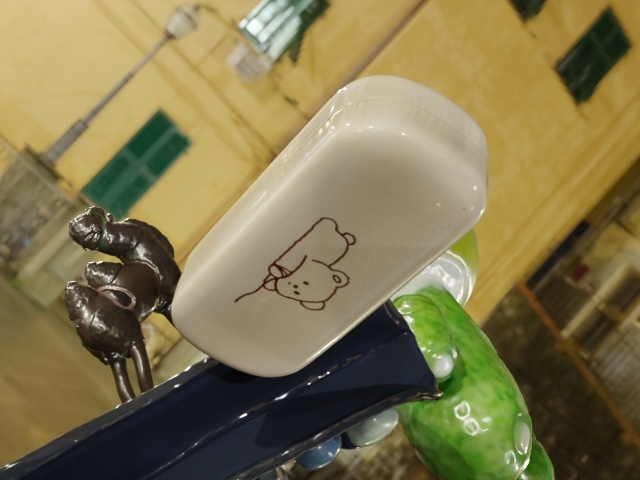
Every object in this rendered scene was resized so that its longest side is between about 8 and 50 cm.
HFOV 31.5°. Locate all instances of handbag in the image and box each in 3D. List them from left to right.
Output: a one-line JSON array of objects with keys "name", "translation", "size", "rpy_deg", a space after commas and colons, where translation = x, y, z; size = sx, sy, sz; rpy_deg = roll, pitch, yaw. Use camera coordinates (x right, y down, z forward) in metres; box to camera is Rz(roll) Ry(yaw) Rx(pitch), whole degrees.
[{"name": "handbag", "translation": [-0.089, 0.154, 0.757], "size": [0.118, 0.325, 0.269], "rpy_deg": [62, -13, 10]}]

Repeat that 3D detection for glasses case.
[{"name": "glasses case", "translation": [0.000, 0.000, 0.547], "size": [0.083, 0.050, 0.196], "rpy_deg": [30, -46, -16]}]

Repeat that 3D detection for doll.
[{"name": "doll", "translation": [-0.169, 0.047, 1.001], "size": [0.165, 0.139, 0.057], "rpy_deg": [47, -38, -2]}]

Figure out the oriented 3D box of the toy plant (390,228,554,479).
[{"name": "toy plant", "translation": [0.097, 0.087, 1.001], "size": [0.224, 0.184, 0.316], "rpy_deg": [52, 5, -46]}]
